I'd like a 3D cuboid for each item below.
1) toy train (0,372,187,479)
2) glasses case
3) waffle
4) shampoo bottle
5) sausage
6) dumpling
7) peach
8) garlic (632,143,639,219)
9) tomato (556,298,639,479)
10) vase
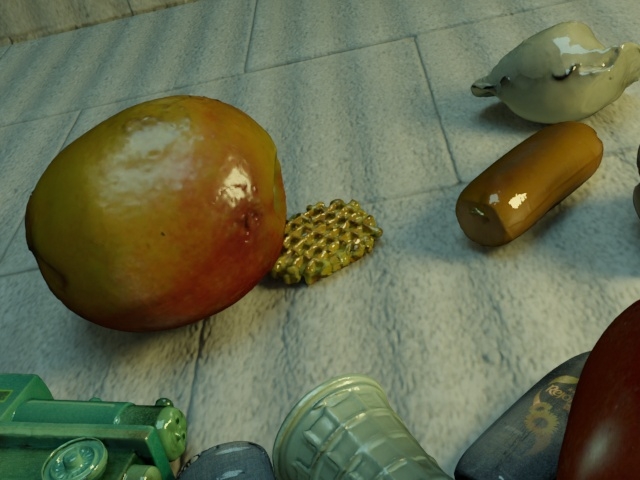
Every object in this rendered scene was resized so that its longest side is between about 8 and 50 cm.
[{"bbox_3d":[-0.296,0.238,0.904,0.298,0.120,0.194,-2,31,19],"label":"toy train"},{"bbox_3d":[-0.073,0.303,0.761,0.109,0.067,0.282,-18,35,-7],"label":"glasses case"},{"bbox_3d":[-0.004,-0.001,1.200,0.191,0.038,0.191,-9,36,7],"label":"waffle"},{"bbox_3d":[0.239,0.187,0.819,0.233,0.049,0.087,-34,40,-26],"label":"shampoo bottle"},{"bbox_3d":[0.325,-0.102,1.165,0.328,0.112,0.112,-35,38,-31],"label":"sausage"},{"bbox_3d":[0.409,-0.285,1.364,0.243,0.175,0.226,32,25,32],"label":"dumpling"},{"bbox_3d":[-0.229,-0.038,1.113,0.372,0.290,0.373,-3,72,9],"label":"peach"},{"bbox_3d":[0.503,-0.074,0.999,0.214,0.160,0.191,-7,39,18],"label":"garlic"},{"bbox_3d":[0.339,0.174,0.583,0.325,0.290,0.293,18,45,31],"label":"tomato"},{"bbox_3d":[0.091,0.256,0.708,0.143,0.143,0.299,-30,38,-21],"label":"vase"}]
